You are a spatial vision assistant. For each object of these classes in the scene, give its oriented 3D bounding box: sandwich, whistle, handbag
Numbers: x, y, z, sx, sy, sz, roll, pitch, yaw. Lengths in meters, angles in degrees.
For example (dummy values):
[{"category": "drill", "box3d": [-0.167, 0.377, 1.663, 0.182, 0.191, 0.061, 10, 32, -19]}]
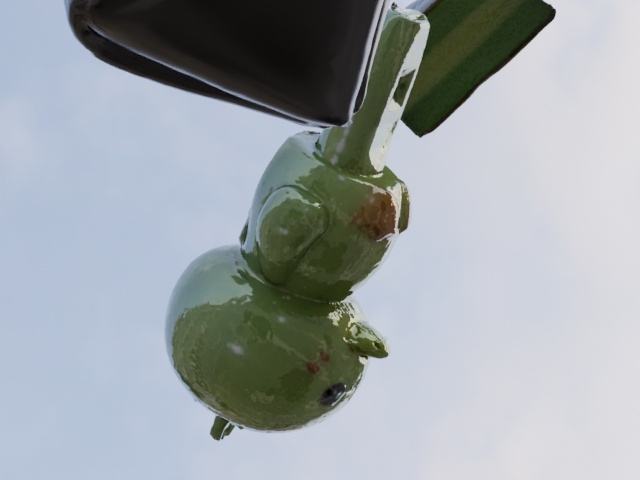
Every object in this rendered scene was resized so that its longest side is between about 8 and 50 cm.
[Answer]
[{"category": "sandwich", "box3d": [0.095, -0.135, 1.222, 0.074, 0.074, 0.116, 42, -34, -13]}, {"category": "whistle", "box3d": [0.007, 0.008, 1.074, 0.141, 0.141, 0.294, 24, -65, -31]}, {"category": "handbag", "box3d": [-0.014, -0.205, 0.506, 0.113, 0.285, 0.257, 8, -53, -24]}]
